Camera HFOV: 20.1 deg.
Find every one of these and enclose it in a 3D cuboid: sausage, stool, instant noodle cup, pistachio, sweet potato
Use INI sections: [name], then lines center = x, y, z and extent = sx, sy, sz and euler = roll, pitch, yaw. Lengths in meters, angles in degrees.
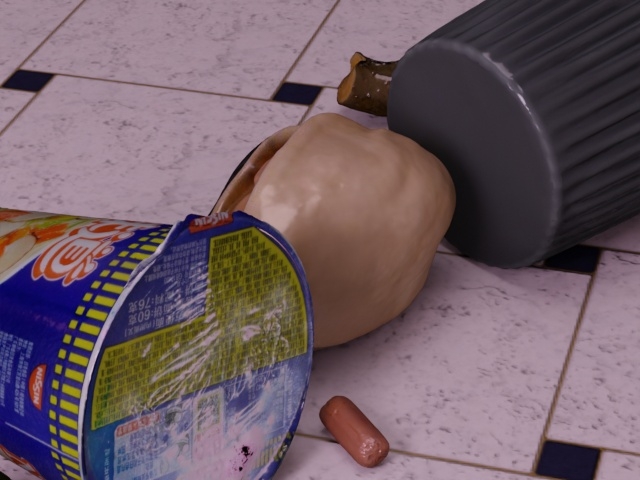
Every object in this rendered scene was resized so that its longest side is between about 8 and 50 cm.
[sausage]
center = 0.030, 0.167, 1.579
extent = 0.034, 0.034, 0.083
euler = -17, 36, -24
[stool]
center = 0.268, -0.149, 1.851
extent = 0.330, 0.297, 0.297
euler = -28, 41, -31
[instant noodle cup]
center = -0.209, 0.086, 1.523
extent = 0.312, 0.284, 0.284
euler = 14, 34, 36
[pistachio]
center = 0.000, 0.000, 1.702
extent = 0.193, 0.214, 0.318
euler = -18, 15, 47
[sweet potato]
center = 0.144, -0.210, 2.135
extent = 0.286, 0.085, 0.112
euler = -24, 34, -33

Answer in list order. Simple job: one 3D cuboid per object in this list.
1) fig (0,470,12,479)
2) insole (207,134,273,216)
[fig]
center = -0.281, 0.219, 1.451
extent = 0.117, 0.117, 0.177
euler = 1, 21, 4
[insole]
center = -0.100, -0.030, 1.853
extent = 0.012, 0.110, 0.309
euler = 44, 33, -11
